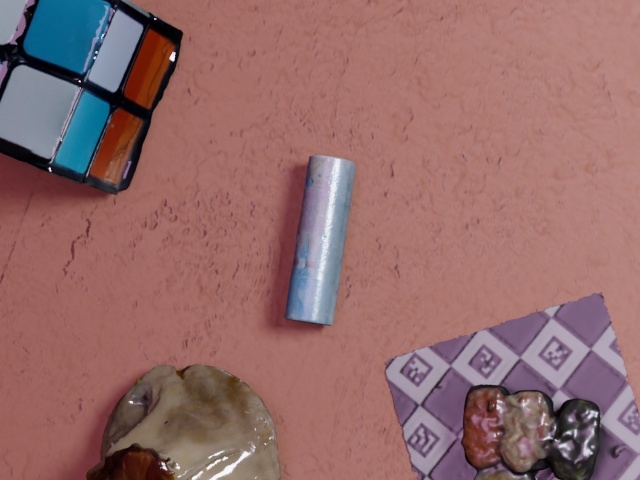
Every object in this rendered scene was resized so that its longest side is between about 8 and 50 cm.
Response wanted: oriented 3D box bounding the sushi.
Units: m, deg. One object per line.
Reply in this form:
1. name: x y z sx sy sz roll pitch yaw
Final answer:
1. sushi: 0.183 0.186 1.727 0.219 0.047 0.231 -18 79 14

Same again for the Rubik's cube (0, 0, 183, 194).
1. Rubik's cube: -0.260 -0.161 1.829 0.167 0.180 0.183 20 92 19

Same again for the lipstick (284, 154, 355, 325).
1. lipstick: 0.000 0.000 1.802 0.048 0.048 0.158 7 86 17

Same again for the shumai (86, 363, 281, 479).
1. shumai: -0.142 0.211 1.784 0.201 0.120 0.201 -2 83 19
